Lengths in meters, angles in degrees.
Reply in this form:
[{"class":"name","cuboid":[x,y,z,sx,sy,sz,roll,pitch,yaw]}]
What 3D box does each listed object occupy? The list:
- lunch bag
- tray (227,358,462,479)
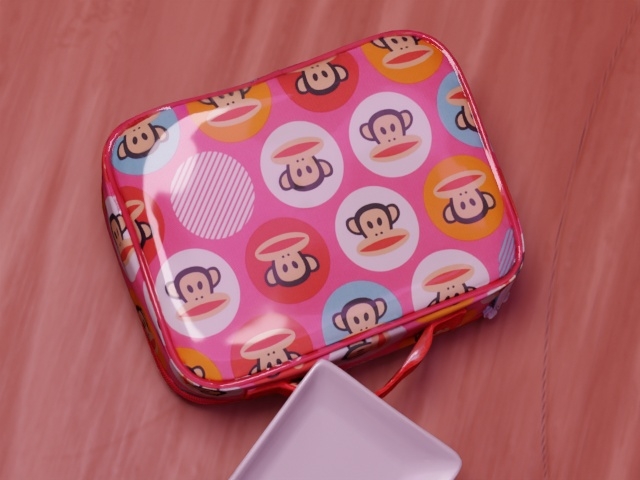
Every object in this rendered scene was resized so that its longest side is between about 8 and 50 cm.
[{"class":"lunch bag","cuboid":[0.000,0.000,1.429,0.293,0.120,0.258,-18,78,-11]},{"class":"tray","cuboid":[-0.029,0.227,1.370,0.145,0.030,0.270,37,88,-20]}]
